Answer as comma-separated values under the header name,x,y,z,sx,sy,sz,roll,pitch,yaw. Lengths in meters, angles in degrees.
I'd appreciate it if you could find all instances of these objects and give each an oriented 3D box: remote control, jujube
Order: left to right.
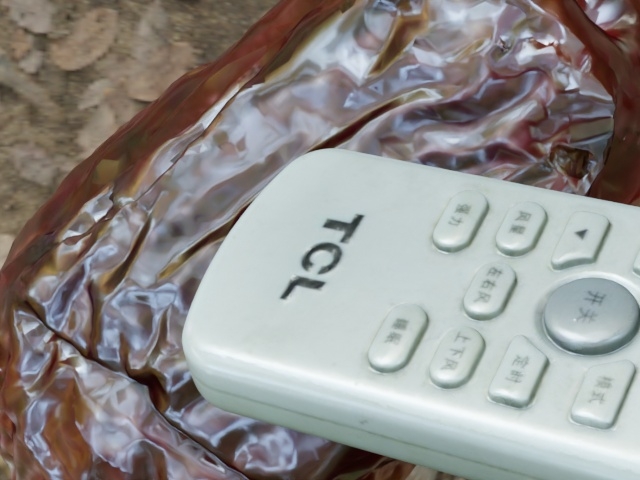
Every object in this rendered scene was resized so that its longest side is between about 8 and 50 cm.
name,x,y,z,sx,sy,sz,roll,pitch,yaw
jujube,0.000,0.000,0.666,0.216,0.216,0.342,48,124,7
remote control,0.059,0.024,0.400,0.190,0.087,0.029,13,140,25
